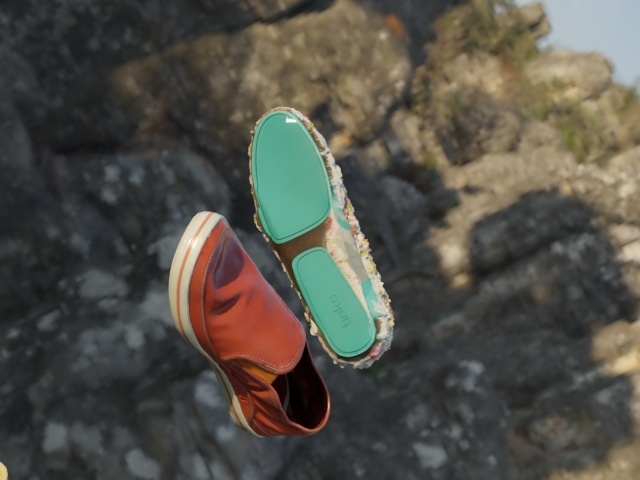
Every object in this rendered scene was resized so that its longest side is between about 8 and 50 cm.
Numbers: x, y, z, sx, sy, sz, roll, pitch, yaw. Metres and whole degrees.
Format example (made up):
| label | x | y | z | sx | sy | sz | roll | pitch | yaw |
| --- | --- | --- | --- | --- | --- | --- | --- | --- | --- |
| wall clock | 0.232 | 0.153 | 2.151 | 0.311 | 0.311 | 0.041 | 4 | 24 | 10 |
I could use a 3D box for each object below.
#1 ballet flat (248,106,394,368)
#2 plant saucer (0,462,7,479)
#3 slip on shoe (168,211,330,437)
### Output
| label | x | y | z | sx | sy | sz | roll | pitch | yaw |
| --- | --- | --- | --- | --- | --- | --- | --- | --- | --- |
| ballet flat | 0.000 | 0.000 | 1.196 | 0.077 | 0.091 | 0.241 | 8 | 63 | -73 |
| plant saucer | -0.593 | 0.392 | 1.729 | 0.081 | 0.333 | 0.332 | 56 | 52 | -83 |
| slip on shoe | -0.067 | 0.093 | 1.383 | 0.331 | 0.101 | 0.123 | 69 | 36 | -44 |
